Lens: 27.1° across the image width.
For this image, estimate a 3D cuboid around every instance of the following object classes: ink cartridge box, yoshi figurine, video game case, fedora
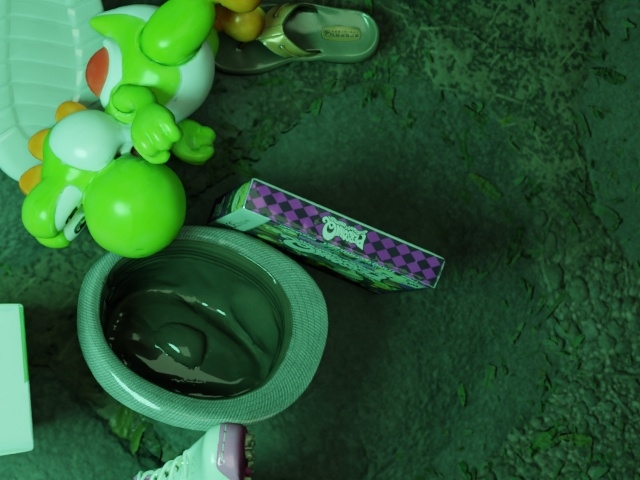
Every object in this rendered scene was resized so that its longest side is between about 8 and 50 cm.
[{"bbox_3d":[-0.359,0.144,1.401,0.086,0.208,0.153,-5,89,-18],"label":"ink cartridge box"},{"bbox_3d":[-0.169,-0.126,1.448,0.203,0.203,0.362,40,79,-37],"label":"yoshi figurine"},{"bbox_3d":[0.000,0.000,1.503,0.232,0.210,0.042,23,81,-13],"label":"video game case"},{"bbox_3d":[-0.137,0.110,1.485,0.275,0.124,0.244,14,62,-2],"label":"fedora"}]

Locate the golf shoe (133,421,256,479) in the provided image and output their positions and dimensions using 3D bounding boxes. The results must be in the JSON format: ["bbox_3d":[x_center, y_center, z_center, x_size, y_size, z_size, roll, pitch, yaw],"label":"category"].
[{"bbox_3d":[-0.144,0.280,1.413,0.140,0.306,0.115,8,55,-6],"label":"golf shoe"}]

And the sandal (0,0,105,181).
[{"bbox_3d":[-0.334,-0.274,1.490,0.169,0.102,0.416,-12,103,-29],"label":"sandal"}]

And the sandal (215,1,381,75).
[{"bbox_3d":[-0.030,-0.244,1.584,0.219,0.060,0.090,0,87,-11],"label":"sandal"}]
